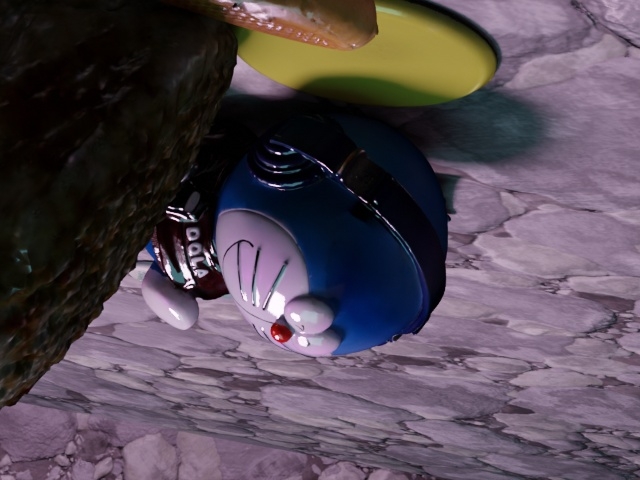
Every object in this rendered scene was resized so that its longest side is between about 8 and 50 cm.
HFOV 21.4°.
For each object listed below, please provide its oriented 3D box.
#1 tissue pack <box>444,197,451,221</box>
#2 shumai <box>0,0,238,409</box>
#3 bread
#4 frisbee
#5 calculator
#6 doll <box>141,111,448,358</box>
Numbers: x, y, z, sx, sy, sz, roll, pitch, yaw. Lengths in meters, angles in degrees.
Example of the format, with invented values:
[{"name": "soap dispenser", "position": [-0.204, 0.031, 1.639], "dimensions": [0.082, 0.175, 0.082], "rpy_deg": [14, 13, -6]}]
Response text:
[{"name": "tissue pack", "position": [0.098, -0.042, 1.812], "dimensions": [0.085, 0.028, 0.138], "rpy_deg": [11, 169, 6]}, {"name": "shumai", "position": [-0.285, -0.097, 1.357], "dimensions": [0.348, 0.395, 0.395], "rpy_deg": [37, 163, 1]}, {"name": "bread", "position": [-0.043, -0.194, 1.258], "dimensions": [0.189, 0.077, 0.114], "rpy_deg": [18, -178, -7]}, {"name": "frisbee", "position": [0.034, -0.160, 1.442], "dimensions": [0.236, 0.017, 0.236], "rpy_deg": [8, 164, 2]}, {"name": "calculator", "position": [-0.188, 0.055, 2.319], "dimensions": [0.153, 0.021, 0.095], "rpy_deg": [11, 165, -5]}, {"name": "doll", "position": [-0.022, -0.011, 1.625], "dimensions": [0.310, 0.240, 0.284], "rpy_deg": [16, 145, 37]}]
